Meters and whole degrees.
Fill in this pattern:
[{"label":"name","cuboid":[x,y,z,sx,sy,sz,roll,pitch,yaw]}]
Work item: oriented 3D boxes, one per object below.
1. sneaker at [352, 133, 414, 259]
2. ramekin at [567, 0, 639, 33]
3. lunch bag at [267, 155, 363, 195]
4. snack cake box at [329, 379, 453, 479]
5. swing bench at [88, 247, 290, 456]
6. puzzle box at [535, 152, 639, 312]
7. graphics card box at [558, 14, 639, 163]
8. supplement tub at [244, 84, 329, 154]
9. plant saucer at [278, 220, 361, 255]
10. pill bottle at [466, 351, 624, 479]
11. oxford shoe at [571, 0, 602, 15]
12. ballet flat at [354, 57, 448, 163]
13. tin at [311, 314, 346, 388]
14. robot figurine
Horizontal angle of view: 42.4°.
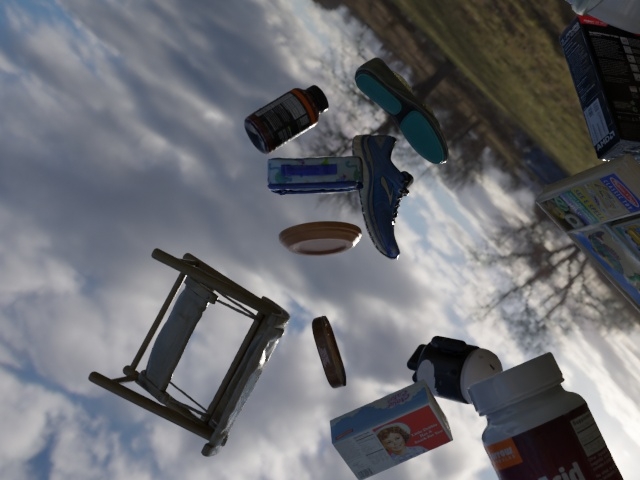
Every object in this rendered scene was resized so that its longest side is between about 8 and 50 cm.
[{"label":"sneaker","cuboid":[0.172,-0.116,2.102,0.130,0.147,0.330,17,-116,-87]},{"label":"ramekin","cuboid":[0.696,-0.619,1.966,0.277,0.135,0.277,18,-146,-13]},{"label":"lunch bag","cuboid":[-0.012,-0.152,1.913,0.176,0.218,0.090,-8,-84,-82]},{"label":"snack cake box","cuboid":[0.173,0.467,2.028,0.152,0.264,0.089,59,-168,-27]},{"label":"swing bench","cuboid":[-0.207,0.184,1.402,0.254,0.253,0.165,29,-178,11]},{"label":"puzzle box","cuboid":[0.622,0.027,1.558,0.409,0.052,0.272,45,162,-4]},{"label":"graphics card box","cuboid":[0.731,-0.359,1.975,0.232,0.094,0.371,3,-119,-22]},{"label":"supplement tub","cuboid":[-0.077,-0.294,1.969,0.106,0.197,0.106,48,160,23]},{"label":"plant saucer","cuboid":[0.000,0.000,1.965,0.200,0.199,0.037,21,-120,-57]},{"label":"pill bottle","cuboid":[0.455,0.435,1.620,0.224,0.224,0.392,10,-126,-65]},{"label":"oxford shoe","cuboid":[0.631,-0.561,1.460,0.130,0.449,0.169,42,-148,-3]},{"label":"ballet flat","cuboid":[0.148,-0.222,1.376,0.213,0.072,0.068,45,-125,-3]},{"label":"tin","cuboid":[0.021,0.284,2.096,0.106,0.040,0.190,-22,-85,-84]},{"label":"robot figurine","cuboid":[0.393,0.378,2.390,0.278,0.174,0.209,6,171,40]}]
